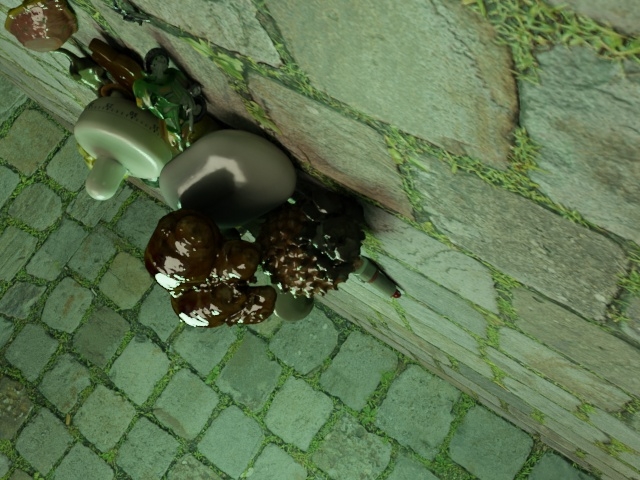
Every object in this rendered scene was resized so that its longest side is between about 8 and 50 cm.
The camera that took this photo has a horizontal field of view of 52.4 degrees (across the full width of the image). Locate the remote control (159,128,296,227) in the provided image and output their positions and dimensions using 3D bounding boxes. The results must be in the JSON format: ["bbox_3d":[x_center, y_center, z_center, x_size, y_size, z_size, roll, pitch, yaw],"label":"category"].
[{"bbox_3d":[-0.194,-0.118,1.331,0.221,0.103,0.332,36,139,-29],"label":"remote control"}]

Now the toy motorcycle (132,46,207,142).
[{"bbox_3d":[-0.278,-0.263,1.190,0.074,0.106,0.190,30,168,30],"label":"toy motorcycle"}]

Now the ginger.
[{"bbox_3d":[-0.237,0.067,1.356,0.274,0.152,0.357,15,142,30],"label":"ginger"}]

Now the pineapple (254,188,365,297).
[{"bbox_3d":[0.002,-0.001,1.313,0.223,0.223,0.357,36,161,-10],"label":"pineapple"}]

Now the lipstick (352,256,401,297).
[{"bbox_3d":[0.157,0.112,1.744,0.186,0.057,0.063,37,170,-34],"label":"lipstick"}]

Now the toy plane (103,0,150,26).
[{"bbox_3d":[-0.307,-0.362,1.041,0.084,0.024,0.078,31,-171,17],"label":"toy plane"}]

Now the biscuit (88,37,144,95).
[{"bbox_3d":[-0.404,-0.351,1.387,0.180,0.039,0.236,31,171,8],"label":"biscuit"}]

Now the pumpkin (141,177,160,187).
[{"bbox_3d":[-0.556,-0.253,2.141,0.167,0.125,0.167,32,146,24],"label":"pumpkin"}]

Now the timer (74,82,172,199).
[{"bbox_3d":[-0.472,-0.221,1.543,0.233,0.240,0.233,18,159,7],"label":"timer"}]

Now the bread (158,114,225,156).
[{"bbox_3d":[-0.276,-0.218,1.428,0.213,0.105,0.213,36,172,6],"label":"bread"}]

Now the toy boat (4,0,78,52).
[{"bbox_3d":[-0.572,-0.447,1.334,0.141,0.099,0.318,-7,-169,-26],"label":"toy boat"}]

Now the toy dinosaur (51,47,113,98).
[{"bbox_3d":[-0.595,-0.426,1.610,0.188,0.075,0.247,40,-179,38],"label":"toy dinosaur"}]

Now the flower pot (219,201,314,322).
[{"bbox_3d":[-0.133,0.007,1.567,0.367,0.254,0.164,35,-176,-12],"label":"flower pot"}]

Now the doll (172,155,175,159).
[{"bbox_3d":[-0.395,-0.217,1.793,0.099,0.135,0.241,46,177,-28],"label":"doll"}]

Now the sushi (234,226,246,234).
[{"bbox_3d":[-0.258,-0.099,1.919,0.107,0.241,0.161,42,132,25],"label":"sushi"}]

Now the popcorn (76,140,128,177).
[{"bbox_3d":[-0.544,-0.289,1.746,0.237,0.206,0.251,45,144,27],"label":"popcorn"}]
